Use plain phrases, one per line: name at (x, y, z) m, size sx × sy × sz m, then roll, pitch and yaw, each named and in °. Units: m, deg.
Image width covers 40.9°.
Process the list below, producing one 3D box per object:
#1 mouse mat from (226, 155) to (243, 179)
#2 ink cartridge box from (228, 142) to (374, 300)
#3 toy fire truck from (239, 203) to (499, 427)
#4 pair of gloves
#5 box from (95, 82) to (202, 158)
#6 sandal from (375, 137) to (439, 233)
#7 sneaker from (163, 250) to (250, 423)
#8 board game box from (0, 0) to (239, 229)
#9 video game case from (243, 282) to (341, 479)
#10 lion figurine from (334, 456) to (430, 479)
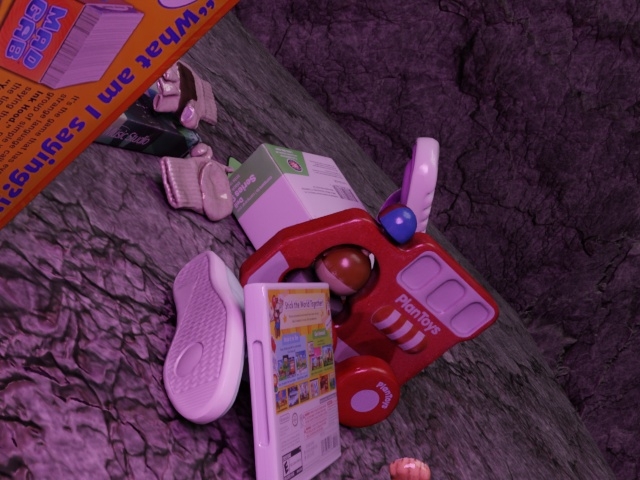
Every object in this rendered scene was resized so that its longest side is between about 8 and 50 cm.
mouse mat at (-0.089, -0.058, 1.475) m, size 0.190 × 0.007 × 0.152 m, roll 34°, pitch 28°, yaw -24°
ink cartridge box at (0.000, 0.000, 1.372) m, size 0.211 × 0.121 × 0.289 m, roll 6°, pitch 47°, yaw -58°
toy fire truck at (0.057, 0.076, 1.122) m, size 0.302 × 0.254 × 0.169 m, roll 43°, pitch 14°, yaw -27°
pair of gloves at (-0.179, -0.148, 1.253) m, size 0.204 × 0.042 × 0.240 m, roll 21°, pitch 58°, yaw -71°
box at (-0.312, -0.229, 1.202) m, size 0.232 × 0.058 × 0.322 m, roll 52°, pitch 14°, yaw 10°
sandal at (0.125, -0.011, 1.501) m, size 0.102 × 0.416 × 0.169 m, roll 12°, pitch 39°, yaw 3°
sneaker at (-0.080, 0.123, 0.897) m, size 0.151 × 0.094 × 0.256 m, roll 47°, pitch 14°, yaw -26°
board game box at (-0.319, -0.251, 0.569) m, size 0.356 × 0.356 × 0.356 m, roll 54°, pitch 13°, yaw 19°
video game case at (-0.025, 0.148, 0.907) m, size 0.227 × 0.026 × 0.206 m, roll 9°, pitch 76°, yaw -73°
lion figurine at (0.061, 0.335, 0.656) m, size 0.392 × 0.142 × 0.240 m, roll 50°, pitch 34°, yaw -27°
